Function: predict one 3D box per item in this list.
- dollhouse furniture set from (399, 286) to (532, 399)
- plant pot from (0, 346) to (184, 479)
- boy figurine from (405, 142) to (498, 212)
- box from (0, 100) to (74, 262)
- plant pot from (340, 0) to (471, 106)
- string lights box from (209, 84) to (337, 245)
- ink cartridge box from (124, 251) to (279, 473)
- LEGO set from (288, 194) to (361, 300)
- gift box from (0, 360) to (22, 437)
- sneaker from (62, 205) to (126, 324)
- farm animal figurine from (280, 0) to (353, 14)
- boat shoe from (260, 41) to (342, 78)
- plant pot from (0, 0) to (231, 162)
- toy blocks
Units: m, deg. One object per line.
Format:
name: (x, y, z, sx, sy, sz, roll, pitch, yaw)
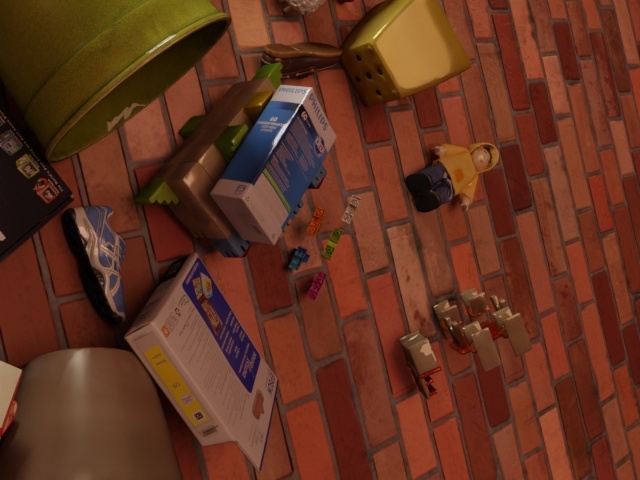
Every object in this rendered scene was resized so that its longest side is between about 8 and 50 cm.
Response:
dollhouse furniture set: (0.321, 0.235, 1.834, 0.259, 0.262, 0.135, -24, 102, -6)
plant pot: (-0.349, 0.323, 1.221, 0.323, 0.323, 0.280, 15, 56, -38)
boy figurine: (0.335, -0.159, 2.002, 0.285, 0.092, 0.177, -28, 98, -37)
box: (-0.586, -0.125, 1.163, 0.395, 0.097, 0.318, 57, 40, -18)
plant pot: (0.169, -0.418, 1.841, 0.187, 0.212, 0.212, -40, 109, -23)
string lights box: (-0.075, -0.136, 1.441, 0.259, 0.077, 0.133, -61, 143, -26)
ink cartridge box: (-0.188, 0.207, 1.399, 0.307, 0.072, 0.303, 61, 12, -15)
LEGO set: (0.000, 0.000, 1.688, 0.087, 0.093, 0.227, 25, 93, 2)
gift box: (-0.560, 0.262, 1.065, 0.258, 0.276, 0.255, 32, 50, -28)
sneaker: (-0.361, 0.038, 1.376, 0.081, 0.080, 0.211, -20, 97, -38)
farm animal figurine: (0.009, -0.679, 1.755, 0.327, 0.172, 0.330, -31, 103, -39)
boat shoe: (-0.044, -0.380, 1.734, 0.207, 0.073, 0.073, -12, 128, -38)
plant pot: (-0.391, -0.373, 1.274, 0.353, 0.366, 0.366, 52, 53, -8)
toy blocks: (-0.139, -0.113, 1.550, 0.381, 0.191, 0.261, -56, 128, -32)
